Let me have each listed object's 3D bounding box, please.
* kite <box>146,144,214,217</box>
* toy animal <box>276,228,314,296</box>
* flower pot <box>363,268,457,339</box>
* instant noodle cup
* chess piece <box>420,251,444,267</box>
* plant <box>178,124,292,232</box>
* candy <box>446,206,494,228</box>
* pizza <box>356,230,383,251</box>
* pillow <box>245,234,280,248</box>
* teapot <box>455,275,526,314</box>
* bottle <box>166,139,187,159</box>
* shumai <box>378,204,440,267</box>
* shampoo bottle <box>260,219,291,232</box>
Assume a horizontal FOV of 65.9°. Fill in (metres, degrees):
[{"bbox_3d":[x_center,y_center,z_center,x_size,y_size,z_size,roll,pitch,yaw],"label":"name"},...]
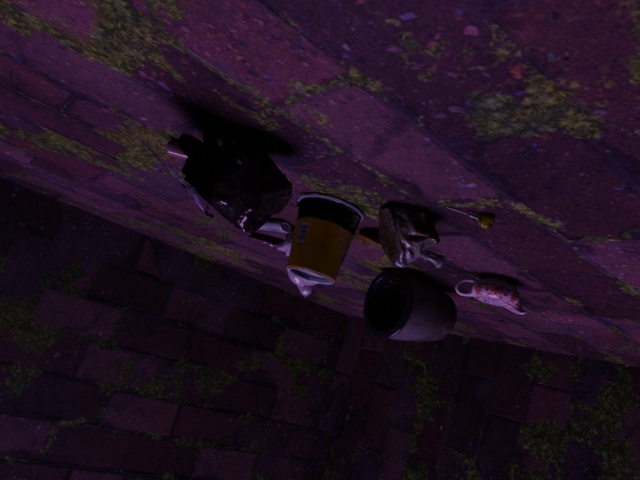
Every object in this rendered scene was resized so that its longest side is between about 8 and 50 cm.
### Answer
[{"bbox_3d":[-0.324,-0.122,1.218,0.204,0.022,0.360,46,173,3],"label":"kite"},{"bbox_3d":[-0.062,0.061,2.002,0.258,0.194,0.357,37,160,29],"label":"toy animal"},{"bbox_3d":[0.401,0.297,2.117,0.331,0.293,0.294,17,169,-30],"label":"flower pot"},{"bbox_3d":[0.000,0.000,1.498,0.216,0.235,0.215,17,164,5],"label":"instant noodle cup"},{"bbox_3d":[0.372,0.058,1.691,0.093,0.042,0.042,25,166,-1],"label":"chess piece"},{"bbox_3d":[-0.211,-0.162,1.197,0.276,0.188,0.199,42,172,11],"label":"plant"},{"bbox_3d":[0.372,-0.063,1.228,0.123,0.035,0.035,24,180,15],"label":"candy"},{"bbox_3d":[0.212,0.028,1.701,0.181,0.034,0.262,29,178,18],"label":"pizza"},{"bbox_3d":[-0.244,0.006,2.243,0.185,0.043,0.118,17,173,17],"label":"pillow"},{"bbox_3d":[0.605,0.184,1.747,0.246,0.115,0.159,10,177,21],"label":"teapot"},{"bbox_3d":[-0.377,-0.247,1.379,0.097,0.045,0.045,17,167,-2],"label":"bottle"},{"bbox_3d":[0.247,-0.031,1.374,0.142,0.183,0.184,-11,172,-13],"label":"shumai"},{"bbox_3d":[-0.204,-0.060,1.925,0.191,0.041,0.069,7,168,38],"label":"shampoo bottle"}]
